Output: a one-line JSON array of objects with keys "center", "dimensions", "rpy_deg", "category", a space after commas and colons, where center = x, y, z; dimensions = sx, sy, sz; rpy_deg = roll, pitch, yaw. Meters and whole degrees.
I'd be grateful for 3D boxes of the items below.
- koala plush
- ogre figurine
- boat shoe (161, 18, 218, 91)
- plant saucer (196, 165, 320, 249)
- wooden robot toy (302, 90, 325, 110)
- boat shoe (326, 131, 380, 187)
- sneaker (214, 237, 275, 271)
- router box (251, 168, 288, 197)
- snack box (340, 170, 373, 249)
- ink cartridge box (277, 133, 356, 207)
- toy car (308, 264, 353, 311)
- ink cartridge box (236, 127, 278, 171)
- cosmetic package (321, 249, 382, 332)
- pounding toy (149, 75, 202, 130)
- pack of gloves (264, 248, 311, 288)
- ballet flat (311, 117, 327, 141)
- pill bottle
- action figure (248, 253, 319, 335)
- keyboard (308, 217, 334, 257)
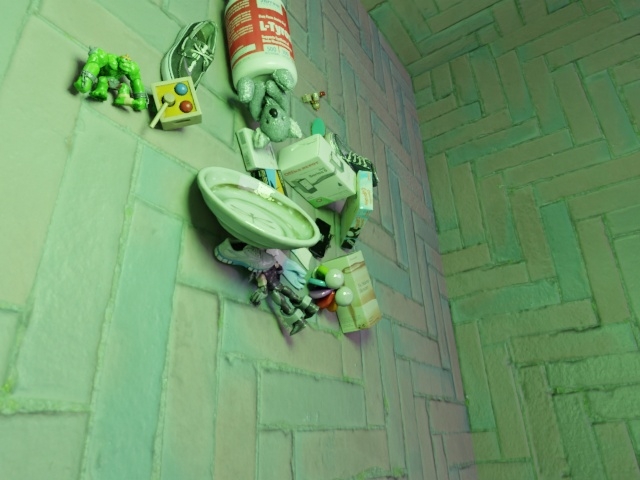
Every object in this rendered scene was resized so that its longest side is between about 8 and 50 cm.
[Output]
[{"center": [-0.164, -0.428, 1.563], "dimensions": [0.203, 0.196, 0.221], "rpy_deg": [115, -45, -74], "category": "koala plush"}, {"center": [-0.508, -0.399, 1.125], "dimensions": [0.197, 0.097, 0.118], "rpy_deg": [-1, 93, -45], "category": "ogre figurine"}, {"center": [-0.387, -0.564, 1.387], "dimensions": [0.121, 0.119, 0.335], "rpy_deg": [38, 44, -46], "category": "boat shoe"}, {"center": [-0.194, -0.074, 1.360], "dimensions": [0.400, 0.100, 0.400], "rpy_deg": [28, 18, -10], "category": "plant saucer"}, {"center": [-0.017, -0.647, 2.129], "dimensions": [0.173, 0.076, 0.079], "rpy_deg": [-40, 120, -59], "category": "wooden robot toy"}, {"center": [0.161, -0.382, 2.194], "dimensions": [0.340, 0.158, 0.127], "rpy_deg": [61, 31, -20], "category": "boat shoe"}, {"center": [-0.208, 0.037, 1.342], "dimensions": [0.190, 0.083, 0.071], "rpy_deg": [14, 47, -34], "category": "sneaker"}, {"center": [-0.169, -0.163, 1.619], "dimensions": [0.133, 0.046, 0.179], "rpy_deg": [-14, 88, -61], "category": "router box"}, {"center": [0.145, -0.120, 1.917], "dimensions": [0.322, 0.060, 0.187], "rpy_deg": [112, -17, -58], "category": "snack box"}, {"center": [-0.013, -0.264, 1.789], "dimensions": [0.273, 0.198, 0.115], "rpy_deg": [39, 44, -44], "category": "ink cartridge box"}, {"center": [0.021, 0.184, 1.690], "dimensions": [0.136, 0.159, 0.182], "rpy_deg": [-36, 110, -22], "category": "toy car"}, {"center": [-0.222, -0.316, 1.632], "dimensions": [0.179, 0.045, 0.145], "rpy_deg": [-8, 81, -71], "category": "ink cartridge box"}, {"center": [0.129, 0.204, 1.848], "dimensions": [0.153, 0.129, 0.296], "rpy_deg": [-21, 92, -60], "category": "cosmetic package"}, {"center": [-0.404, -0.365, 1.244], "dimensions": [0.100, 0.141, 0.130], "rpy_deg": [156, -83, -75], "category": "pounding toy"}, {"center": [-0.096, 0.047, 1.634], "dimensions": [0.232, 0.046, 0.195], "rpy_deg": [50, 37, -34], "category": "pack of gloves"}, {"center": [-0.003, -0.450, 2.063], "dimensions": [0.067, 0.073, 0.206], "rpy_deg": [73, 13, -71], "category": "ballet flat"}, {"center": [-0.223, -0.737, 1.654], "dimensions": [0.229, 0.229, 0.408], "rpy_deg": [12, 64, -57], "category": "pill bottle"}, {"center": [-0.138, 0.159, 1.451], "dimensions": [0.285, 0.099, 0.185], "rpy_deg": [50, 40, -9], "category": "action figure"}, {"center": [0.000, 0.000, 1.852], "dimensions": [0.100, 0.038, 0.192], "rpy_deg": [32, 45, -18], "category": "keyboard"}]
